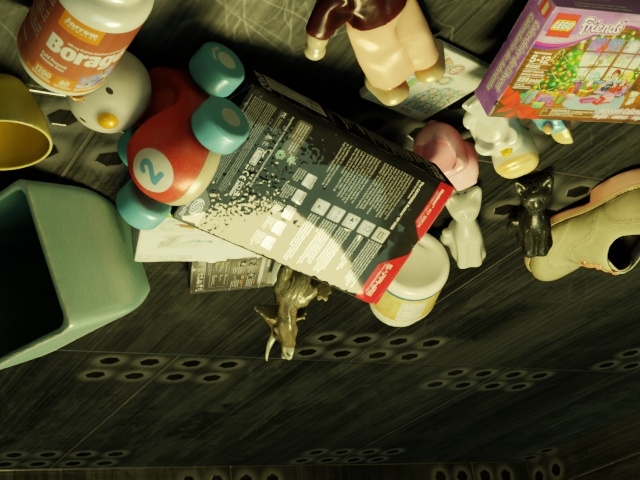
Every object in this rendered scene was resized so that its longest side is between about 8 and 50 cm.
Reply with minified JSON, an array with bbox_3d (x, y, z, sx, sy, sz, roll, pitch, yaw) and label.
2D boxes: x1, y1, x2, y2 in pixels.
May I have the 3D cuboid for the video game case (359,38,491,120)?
[{"bbox_3d":[0.162,-0.235,1.689,0.143,0.019,0.157,15,146,-44],"label":"video game case"}]

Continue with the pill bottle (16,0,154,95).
[{"bbox_3d":[-0.269,-0.272,1.326,0.121,0.121,0.216,6,152,-30],"label":"pill bottle"}]

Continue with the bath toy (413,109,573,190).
[{"bbox_3d":[0.220,-0.144,1.800,0.348,0.151,0.129,-22,-162,23],"label":"bath toy"}]

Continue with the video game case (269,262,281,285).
[{"bbox_3d":[0.000,0.000,2.075,0.183,0.023,0.201,-26,162,-20],"label":"video game case"}]

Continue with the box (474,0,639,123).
[{"bbox_3d":[0.387,-0.256,1.595,0.293,0.057,0.201,-1,140,-27],"label":"box"}]

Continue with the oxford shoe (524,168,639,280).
[{"bbox_3d":[0.528,0.009,2.207,0.140,0.147,0.397,1,155,-22],"label":"oxford shoe"}]

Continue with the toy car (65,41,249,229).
[{"bbox_3d":[-0.253,-0.169,1.493,0.238,0.210,0.219,25,131,-32],"label":"toy car"}]

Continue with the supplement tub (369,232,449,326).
[{"bbox_3d":[0.168,0.079,2.240,0.144,0.144,0.200,-5,156,-8],"label":"supplement tub"}]

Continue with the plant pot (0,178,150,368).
[{"bbox_3d":[-0.429,0.053,1.869,0.247,0.248,0.252,-26,169,34],"label":"plant pot"}]

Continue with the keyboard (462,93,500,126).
[{"bbox_3d":[0.319,-0.256,1.624,0.256,0.014,0.072,-39,142,24],"label":"keyboard"}]

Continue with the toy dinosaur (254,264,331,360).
[{"bbox_3d":[-0.022,0.044,1.946,0.121,0.314,0.160,34,152,-13],"label":"toy dinosaur"}]

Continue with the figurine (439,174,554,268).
[{"bbox_3d":[0.328,-0.046,2.110,0.214,0.092,0.209,-9,148,2],"label":"figurine"}]

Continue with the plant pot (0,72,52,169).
[{"bbox_3d":[-0.433,-0.168,1.531,0.134,0.095,0.134,-7,157,-3],"label":"plant pot"}]

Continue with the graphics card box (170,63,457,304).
[{"bbox_3d":[-0.014,-0.074,1.669,0.370,0.094,0.233,23,111,-28],"label":"graphics card box"}]

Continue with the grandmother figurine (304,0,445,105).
[{"bbox_3d":[0.066,-0.297,1.433,0.207,0.104,0.342,-38,152,-3],"label":"grandmother figurine"}]

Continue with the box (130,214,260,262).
[{"bbox_3d":[-0.165,-0.066,1.817,0.261,0.127,0.231,-3,156,-15],"label":"box"}]

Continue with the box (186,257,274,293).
[{"bbox_3d":[-0.153,0.023,2.109,0.183,0.056,0.231,-6,156,-11],"label":"box"}]
